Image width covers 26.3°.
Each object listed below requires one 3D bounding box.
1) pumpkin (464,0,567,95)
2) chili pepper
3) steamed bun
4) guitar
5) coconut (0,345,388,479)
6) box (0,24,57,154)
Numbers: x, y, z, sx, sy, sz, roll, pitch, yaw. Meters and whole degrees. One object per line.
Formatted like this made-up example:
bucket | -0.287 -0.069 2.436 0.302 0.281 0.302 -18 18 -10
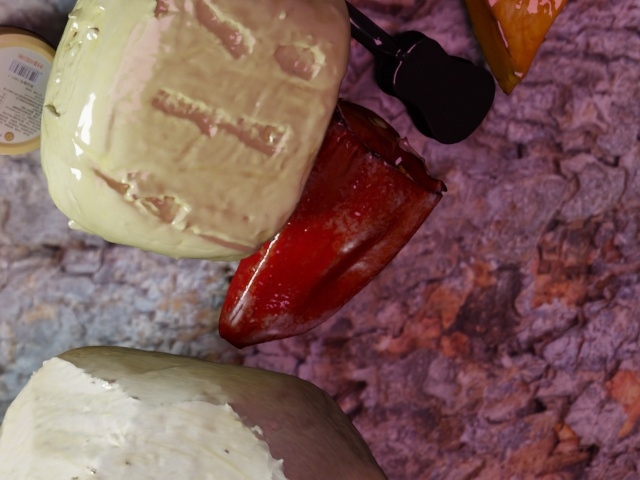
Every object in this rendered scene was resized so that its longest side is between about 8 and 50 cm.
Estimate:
pumpkin | 0.192 -0.308 1.237 0.258 0.095 0.290 -39 117 -5
chili pepper | 0.000 0.000 1.268 0.253 0.136 0.144 -56 167 14
steamed bun | -0.111 -0.129 1.109 0.232 0.166 0.273 10 107 -34
guitar | 0.054 -0.182 1.252 0.271 0.038 0.084 34 91 -32
coconut | -0.141 0.283 1.154 0.415 0.415 0.344 -39 131 -8
box | -0.256 -0.123 1.124 0.105 0.037 0.105 -9 112 -23
